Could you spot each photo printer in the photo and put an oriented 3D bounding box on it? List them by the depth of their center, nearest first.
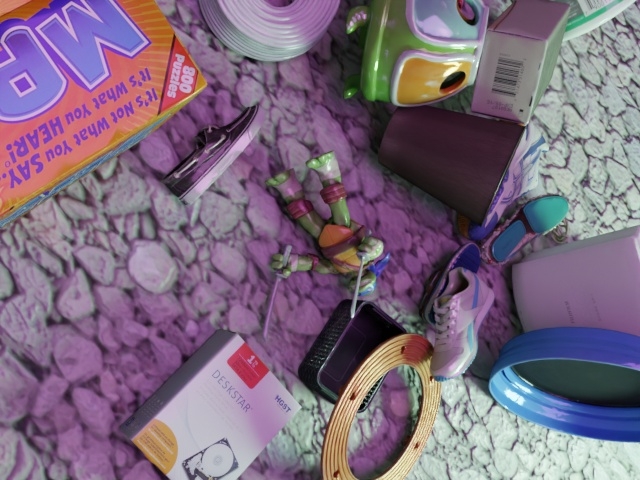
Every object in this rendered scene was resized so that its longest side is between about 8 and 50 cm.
[{"bbox_3d":[0.533,0.125,1.396,0.107,0.307,0.256,-15,87,-43],"label":"photo printer"}]

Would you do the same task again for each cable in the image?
[{"bbox_3d":[-0.086,-0.448,1.235,0.257,0.089,0.257,16,81,-25],"label":"cable"}]

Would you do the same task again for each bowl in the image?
[{"bbox_3d":[0.526,0.281,1.352,0.391,0.391,0.077,31,57,-22],"label":"bowl"}]

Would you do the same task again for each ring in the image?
[{"bbox_3d":[0.111,0.323,1.260,0.336,0.032,0.337,-19,117,-43],"label":"ring"}]

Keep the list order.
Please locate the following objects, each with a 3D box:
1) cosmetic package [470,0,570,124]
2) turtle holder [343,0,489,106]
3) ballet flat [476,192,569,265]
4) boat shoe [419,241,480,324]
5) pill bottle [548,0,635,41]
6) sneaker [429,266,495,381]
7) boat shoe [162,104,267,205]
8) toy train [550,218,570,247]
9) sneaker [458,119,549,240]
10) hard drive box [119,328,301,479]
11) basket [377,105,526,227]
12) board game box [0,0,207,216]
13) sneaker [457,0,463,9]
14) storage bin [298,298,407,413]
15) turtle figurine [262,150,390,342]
[{"bbox_3d":[0.388,-0.354,1.345,0.309,0.113,0.160,-49,150,-54],"label":"cosmetic package"},{"bbox_3d":[0.177,-0.381,1.255,0.227,0.244,0.320,11,40,8],"label":"turtle holder"},{"bbox_3d":[0.413,-0.029,1.470,0.240,0.077,0.091,-30,101,-21],"label":"ballet flat"},{"bbox_3d":[0.248,0.080,1.390,0.066,0.066,0.183,40,77,-22],"label":"boat shoe"},{"bbox_3d":[0.498,-0.621,1.468,0.204,0.204,0.361,-38,104,-23],"label":"pill bottle"},{"bbox_3d":[0.243,0.155,1.293,0.092,0.087,0.229,42,54,-21],"label":"sneaker"},{"bbox_3d":[-0.176,-0.160,1.186,0.070,0.077,0.219,44,72,-19],"label":"boat shoe"},{"bbox_3d":[0.575,0.038,1.543,0.143,0.105,0.248,-1,86,-38],"label":"toy train"},{"bbox_3d":[0.391,-0.116,1.448,0.131,0.111,0.297,34,77,-27],"label":"sneaker"},{"bbox_3d":[-0.179,0.292,1.159,0.232,0.089,0.181,-46,107,-21],"label":"hard drive box"},{"bbox_3d":[0.235,-0.161,1.302,0.226,0.205,0.154,25,30,12],"label":"basket"},{"bbox_3d":[-0.432,-0.225,0.906,0.356,0.356,0.356,-38,104,-22],"label":"board game box"},{"bbox_3d":[0.203,-0.548,1.398,0.225,0.088,0.093,44,50,-18],"label":"sneaker"},{"bbox_3d":[0.060,0.208,1.283,0.122,0.084,0.180,40,72,-20],"label":"storage bin"},{"bbox_3d":[0.000,0.000,1.202,0.274,0.197,0.266,-27,96,-28],"label":"turtle figurine"}]
